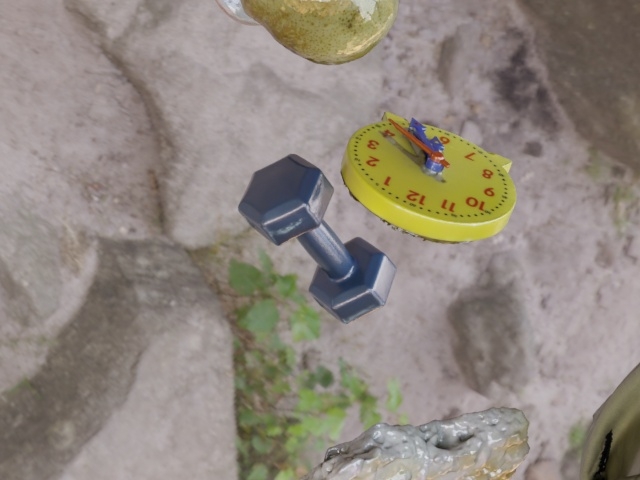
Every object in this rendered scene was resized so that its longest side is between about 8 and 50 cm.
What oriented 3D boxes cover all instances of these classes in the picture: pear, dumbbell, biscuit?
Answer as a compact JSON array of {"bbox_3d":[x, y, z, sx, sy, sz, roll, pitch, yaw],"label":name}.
[{"bbox_3d":[0.002,-0.255,1.121,0.136,0.167,0.167,-40,128,20],"label":"pear"},{"bbox_3d":[-0.001,0.000,1.893,0.156,0.144,0.316,-26,133,14],"label":"dumbbell"},{"bbox_3d":[0.042,0.203,0.837,0.265,0.040,0.188,-32,135,-3],"label":"biscuit"}]

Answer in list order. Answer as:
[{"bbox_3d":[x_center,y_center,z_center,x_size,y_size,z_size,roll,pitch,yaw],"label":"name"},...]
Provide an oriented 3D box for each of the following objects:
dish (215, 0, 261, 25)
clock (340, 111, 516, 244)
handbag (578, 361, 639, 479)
[{"bbox_3d":[-0.104,-0.473,1.908,0.081,0.229,0.229,-57,130,-37],"label":"dish"},{"bbox_3d":[0.173,-0.109,1.743,0.277,0.293,0.071,18,126,1],"label":"clock"},{"bbox_3d":[0.256,0.199,0.790,0.109,0.253,0.316,12,57,-5],"label":"handbag"}]
